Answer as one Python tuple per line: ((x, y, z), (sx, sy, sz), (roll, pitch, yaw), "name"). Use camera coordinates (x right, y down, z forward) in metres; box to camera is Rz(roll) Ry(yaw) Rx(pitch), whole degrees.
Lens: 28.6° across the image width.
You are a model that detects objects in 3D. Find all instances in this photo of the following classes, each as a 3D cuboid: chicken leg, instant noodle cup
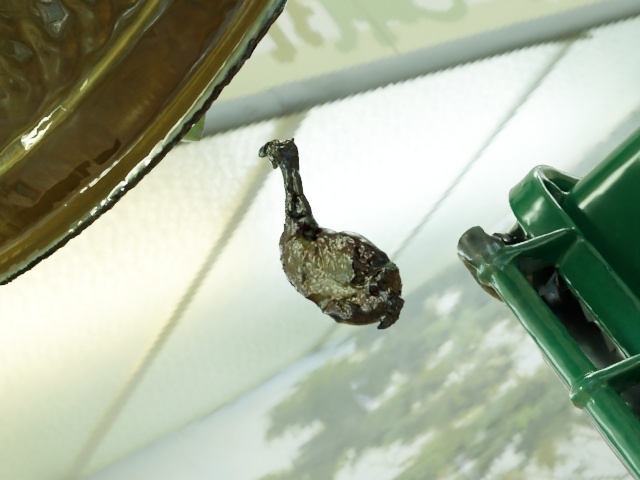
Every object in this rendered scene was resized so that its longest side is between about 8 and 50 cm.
((0.000, 0.000, 1.262), (0.051, 0.253, 0.106), (2, -49, -44), "chicken leg")
((-0.111, -0.117, 0.392), (0.274, 0.274, 0.091), (-40, -50, 17), "instant noodle cup")

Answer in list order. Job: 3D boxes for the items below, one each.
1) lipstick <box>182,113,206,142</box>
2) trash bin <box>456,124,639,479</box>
((-0.210, -0.107, 0.683), (0.304, 0.076, 0.076), (8, -28, -10), "lipstick")
((0.282, -0.028, 0.531), (0.295, 0.259, 0.381), (14, -58, -46), "trash bin")
